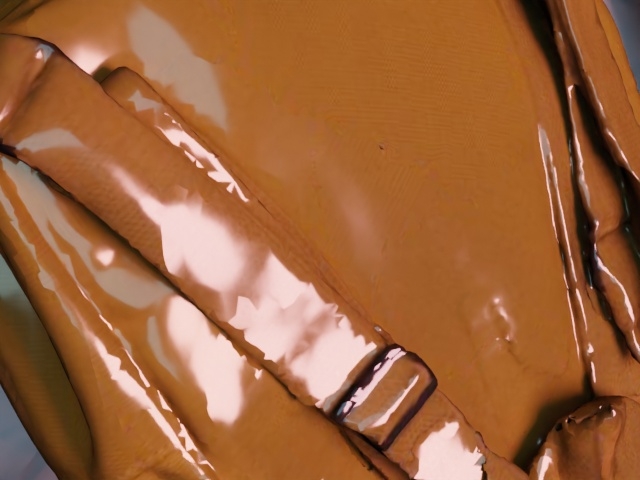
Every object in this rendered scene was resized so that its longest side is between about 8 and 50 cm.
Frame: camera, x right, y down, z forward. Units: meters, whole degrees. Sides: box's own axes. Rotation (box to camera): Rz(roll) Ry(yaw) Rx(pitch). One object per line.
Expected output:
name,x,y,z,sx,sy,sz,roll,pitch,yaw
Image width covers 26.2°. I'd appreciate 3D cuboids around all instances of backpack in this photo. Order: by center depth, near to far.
backpack,0.001,0.000,0.604,0.353,0.201,0.378,-28,98,-26
